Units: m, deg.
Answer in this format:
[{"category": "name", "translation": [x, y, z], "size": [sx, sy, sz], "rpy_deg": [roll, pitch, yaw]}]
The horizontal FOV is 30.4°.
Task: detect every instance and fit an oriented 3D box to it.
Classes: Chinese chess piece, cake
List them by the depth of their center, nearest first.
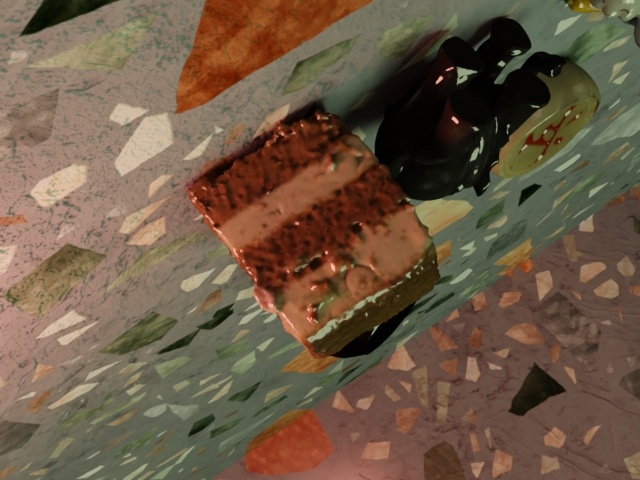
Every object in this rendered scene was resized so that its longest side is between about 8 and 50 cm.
[{"category": "cake", "translation": [0.000, 0.000, 1.703], "size": [0.256, 0.290, 0.282], "rpy_deg": [-33, 167, -2]}, {"category": "Chinese chess piece", "translation": [0.393, -0.223, 2.167], "size": [0.250, 0.103, 0.249], "rpy_deg": [-31, 162, -12]}]

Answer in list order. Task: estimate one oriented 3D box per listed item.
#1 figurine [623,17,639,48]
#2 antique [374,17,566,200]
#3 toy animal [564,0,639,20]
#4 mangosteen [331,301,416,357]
[{"category": "figurine", "translation": [0.588, -0.403, 1.983], "size": [0.184, 0.128, 0.208], "rpy_deg": [-51, 169, -49]}, {"category": "antique", "translation": [0.209, -0.180, 1.779], "size": [0.322, 0.185, 0.255], "rpy_deg": [-28, 159, -40]}, {"category": "toy animal", "translation": [0.464, -0.405, 1.845], "size": [0.127, 0.131, 0.182], "rpy_deg": [-71, 165, 7]}, {"category": "mangosteen", "translation": [0.052, 0.078, 2.121], "size": [0.287, 0.233, 0.287], "rpy_deg": [-52, 165, -21]}]
